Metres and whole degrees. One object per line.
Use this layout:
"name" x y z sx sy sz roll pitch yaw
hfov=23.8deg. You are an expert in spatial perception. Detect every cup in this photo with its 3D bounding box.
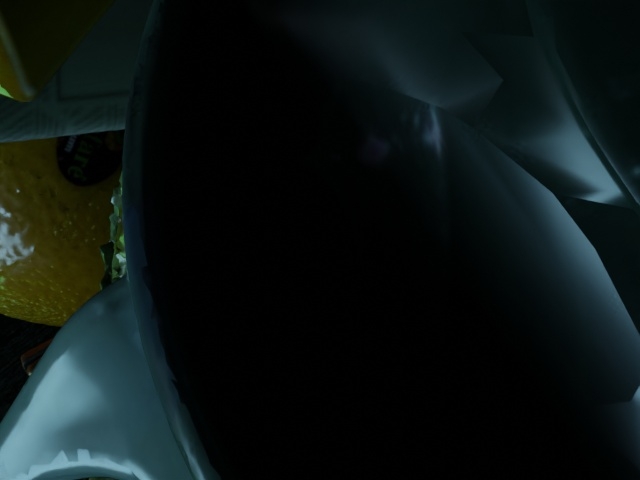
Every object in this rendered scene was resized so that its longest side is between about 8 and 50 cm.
"cup" 0.066 0.030 0.524 0.392 0.401 0.310 88 179 -74

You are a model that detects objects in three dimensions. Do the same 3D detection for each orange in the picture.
"orange" -0.197 -0.061 1.195 0.274 0.274 0.274 47 165 17

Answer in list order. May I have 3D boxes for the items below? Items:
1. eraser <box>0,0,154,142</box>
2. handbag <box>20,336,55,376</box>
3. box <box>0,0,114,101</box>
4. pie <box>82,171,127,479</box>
"eraser" -0.097 -0.101 0.652 0.096 0.404 0.098 14 108 46
"handbag" -0.092 0.155 1.422 0.116 0.303 0.410 50 167 27
"box" -0.195 -0.228 0.495 0.415 0.264 0.116 20 152 23
"pie" 0.025 0.088 0.922 0.395 0.180 0.418 17 117 22
